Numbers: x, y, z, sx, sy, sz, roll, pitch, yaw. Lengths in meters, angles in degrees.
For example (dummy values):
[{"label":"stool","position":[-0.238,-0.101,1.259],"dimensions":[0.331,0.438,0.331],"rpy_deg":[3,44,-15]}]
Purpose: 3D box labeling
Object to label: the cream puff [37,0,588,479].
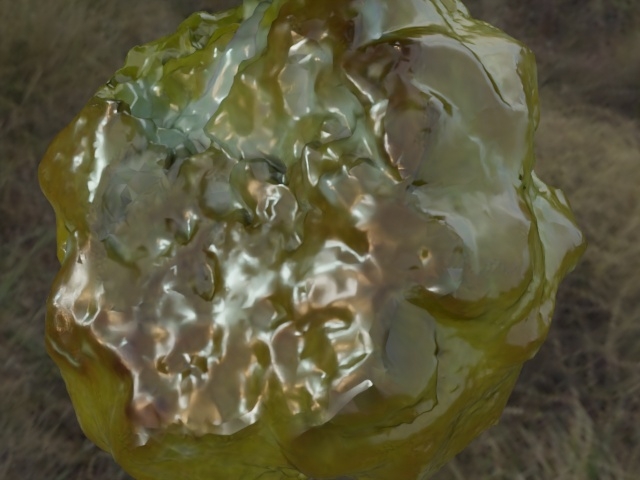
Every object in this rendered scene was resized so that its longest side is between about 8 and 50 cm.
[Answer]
[{"label":"cream puff","position":[0.000,-0.002,0.717],"dimensions":[0.185,0.282,0.281],"rpy_deg":[20,47,-56]}]
